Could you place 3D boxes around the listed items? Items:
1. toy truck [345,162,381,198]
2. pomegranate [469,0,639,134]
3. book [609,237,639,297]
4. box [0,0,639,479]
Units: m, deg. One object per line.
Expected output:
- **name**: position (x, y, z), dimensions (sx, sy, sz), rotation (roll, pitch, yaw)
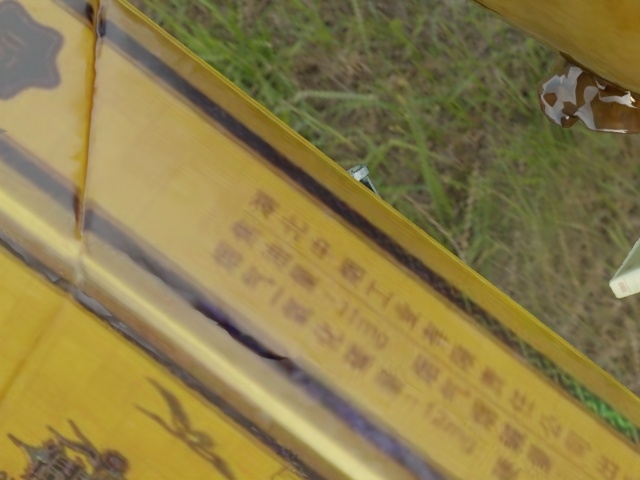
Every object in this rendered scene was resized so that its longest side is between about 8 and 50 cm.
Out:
- **toy truck**: position (0.000, 0.000, 1.352), dimensions (0.100, 0.169, 0.077), rotation (-23, 107, 35)
- **pomegranate**: position (0.138, -0.178, 0.445), dimensions (0.307, 0.307, 0.307), rotation (-10, 69, 27)
- **book**: position (0.200, -0.009, 0.699), dimensions (0.111, 0.077, 0.014), rotation (-22, 102, 36)
- **box**: position (-0.031, 0.063, 0.435), dimensions (0.084, 0.301, 0.193), rotation (-55, 4, -41)
